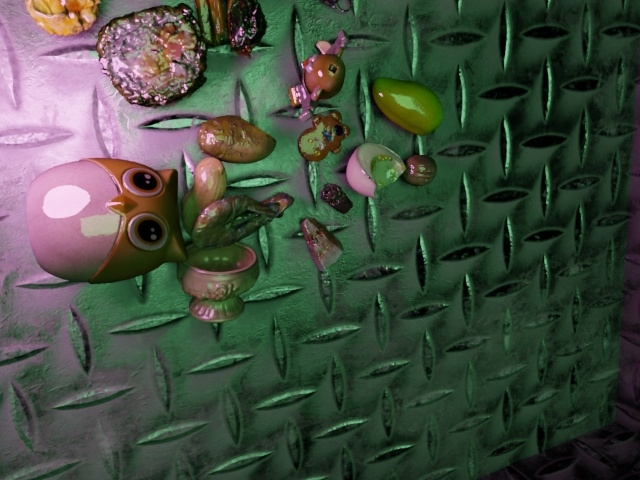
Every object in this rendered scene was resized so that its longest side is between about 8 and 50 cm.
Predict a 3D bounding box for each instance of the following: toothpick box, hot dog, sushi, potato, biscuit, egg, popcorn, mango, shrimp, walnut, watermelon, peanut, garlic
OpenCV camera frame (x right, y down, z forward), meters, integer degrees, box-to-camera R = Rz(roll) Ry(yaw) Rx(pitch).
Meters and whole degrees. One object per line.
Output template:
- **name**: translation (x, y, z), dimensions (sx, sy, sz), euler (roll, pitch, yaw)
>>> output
- **toothpick box**: translation (-0.670, -0.068, 1.381), dimensions (0.426, 0.409, 0.408), euler (-6, 103, -21)
- **hot dog**: translation (-0.391, -0.829, 1.493), dimensions (0.115, 0.072, 0.268), euler (4, 109, 17)
- **sushi**: translation (-0.261, -0.797, 1.520), dimensions (0.149, 0.140, 0.286), euler (-1, 102, -13)
- **potato**: translation (-0.311, -0.378, 1.595), dimensions (0.299, 0.141, 0.175), euler (0, 103, -29)
- **biscuit**: translation (0.014, -0.425, 1.754), dimensions (0.236, 0.039, 0.179), euler (-41, 112, -6)
- **egg**: translation (0.204, -0.285, 1.785), dimensions (0.206, 0.162, 0.271), euler (44, 46, 2)
- **popcorn**: translation (-0.787, -0.745, 1.306), dimensions (0.235, 0.216, 0.181), euler (-37, 115, 3)
- **mango**: translation (0.365, -0.576, 1.780), dimensions (0.343, 0.156, 0.192), euler (24, 91, -21)
- **shrimp**: translation (-0.291, -0.098, 1.601), dimensions (0.446, 0.110, 0.221), euler (-26, 145, -39)
- **walnut**: translation (0.439, -0.309, 1.876), dimensions (0.162, 0.140, 0.140), euler (2, 100, -10)
- **watermelon**: translation (0.000, 0.000, 1.816), dimensions (0.154, 0.094, 0.241), euler (-41, 109, -15)
- **peanut**: translation (-0.438, -0.157, 1.578), dimensions (0.148, 0.147, 0.318), euler (11, 109, -21)
- **sushi**: translation (-0.552, -0.610, 1.438), dimensions (0.352, 0.178, 0.293), euler (-25, 110, -12)
- **garlic**: translation (0.021, -0.761, 1.685), dimensions (0.053, 0.041, 0.083), euler (-39, 103, 6)

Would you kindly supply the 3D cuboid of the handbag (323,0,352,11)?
- **handbag**: translation (0.072, -0.955, 1.646), dimensions (0.139, 0.072, 0.115), euler (37, 86, -27)

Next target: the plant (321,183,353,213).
- **plant**: translation (0.069, -0.176, 1.798), dimensions (0.094, 0.092, 0.143), euler (-44, 118, 2)

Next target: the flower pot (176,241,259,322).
- **flower pot**: translation (-0.385, 0.159, 1.601), dimensions (0.308, 0.307, 0.243), euler (-2, 116, -19)

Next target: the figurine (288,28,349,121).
- **figurine**: translation (0.001, -0.606, 1.577), dimensions (0.167, 0.285, 0.342), euler (2, 102, -22)
